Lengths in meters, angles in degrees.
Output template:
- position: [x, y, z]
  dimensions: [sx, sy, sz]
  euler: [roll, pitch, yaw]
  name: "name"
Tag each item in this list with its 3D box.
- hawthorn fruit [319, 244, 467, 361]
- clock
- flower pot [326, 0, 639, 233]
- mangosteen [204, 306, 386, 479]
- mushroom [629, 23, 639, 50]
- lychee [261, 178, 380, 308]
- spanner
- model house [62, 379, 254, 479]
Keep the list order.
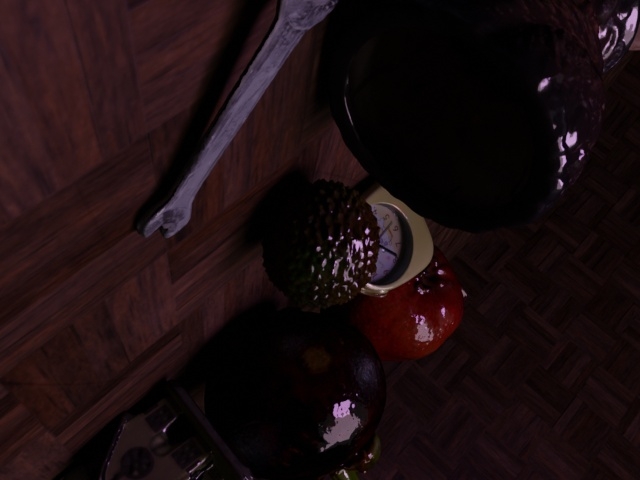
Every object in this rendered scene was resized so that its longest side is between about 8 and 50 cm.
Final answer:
- position: [0.115, 0.117, 1.262]
  dimensions: [0.265, 0.265, 0.307]
  euler: [-36, -179, -38]
  name: "hawthorn fruit"
- position: [0.074, 0.010, 1.052]
  dimensions: [0.232, 0.170, 0.069]
  euler: [-34, -161, -28]
  name: "clock"
- position: [0.185, -0.186, 0.665]
  dimensions: [0.267, 0.267, 0.266]
  euler: [-46, 166, -27]
  name: "flower pot"
- position: [-0.030, 0.289, 1.066]
  dimensions: [0.306, 0.359, 0.306]
  euler: [-17, 168, -4]
  name: "mangosteen"
- position: [0.717, -0.496, 1.373]
  dimensions: [0.260, 0.253, 0.234]
  euler: [-17, 138, 31]
  name: "mushroom"
- position: [0.000, 0.000, 0.819]
  dimensions: [0.171, 0.171, 0.171]
  euler: [-44, 165, -15]
  name: "lychee"
- position: [-0.076, -0.102, 0.539]
  dimensions: [0.302, 0.017, 0.071]
  euler: [-49, 165, 30]
  name: "spanner"
- position: [-0.268, 0.383, 0.931]
  dimensions: [0.279, 0.218, 0.204]
  euler: [-34, 159, -30]
  name: "model house"
